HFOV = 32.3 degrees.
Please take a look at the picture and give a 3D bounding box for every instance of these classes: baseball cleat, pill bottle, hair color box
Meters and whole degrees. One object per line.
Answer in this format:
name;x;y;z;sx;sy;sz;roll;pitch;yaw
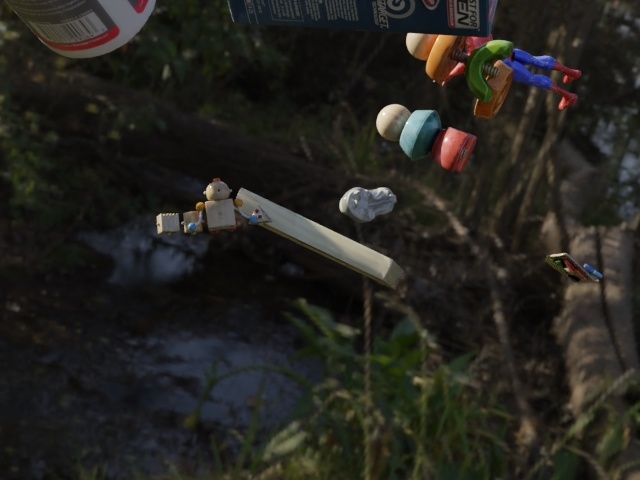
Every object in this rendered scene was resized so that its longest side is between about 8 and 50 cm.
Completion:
baseball cleat;0.073;-0.067;2.221;0.109;0.072;0.206;-8;-2;29
pill bottle;-0.328;-0.366;1.285;0.176;0.176;0.318;24;-14;24
hair color box;0.062;-0.366;1.452;0.347;0.105;0.173;6;52;15

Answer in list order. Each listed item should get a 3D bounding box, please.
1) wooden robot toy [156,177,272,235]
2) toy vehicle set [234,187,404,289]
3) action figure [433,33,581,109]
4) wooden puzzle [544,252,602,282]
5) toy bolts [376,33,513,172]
wooden robot toy;-0.162;-0.053;1.671;0.173;0.079;0.076;-6;-6;-6
toy vehicle set;0.000;0.000;1.770;0.267;0.035;0.166;26;-3;12
action figure;0.329;-0.321;2.054;0.280;0.091;0.139;24;-25;-22
wooden puzzle;0.385;0.045;1.697;0.079;0.014;0.116;37;-9;0
toy bolts;0.197;-0.233;1.793;0.159;0.228;0.218;26;5;14
